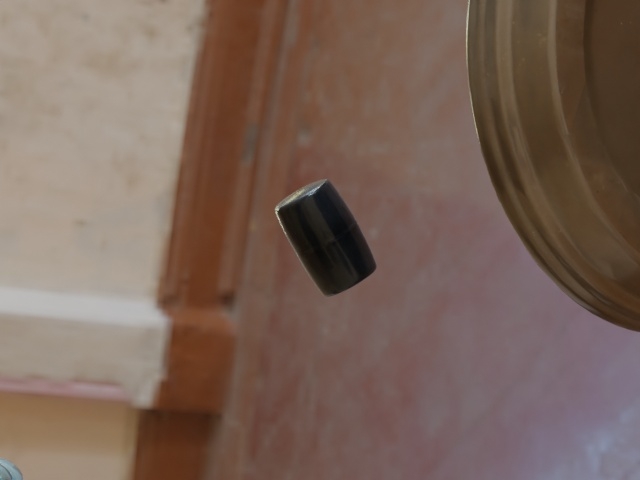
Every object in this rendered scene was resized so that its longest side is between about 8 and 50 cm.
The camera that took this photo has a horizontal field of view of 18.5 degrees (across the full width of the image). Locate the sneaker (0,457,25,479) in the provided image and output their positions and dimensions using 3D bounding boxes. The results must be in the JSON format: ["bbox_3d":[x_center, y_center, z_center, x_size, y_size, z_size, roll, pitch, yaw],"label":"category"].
[{"bbox_3d":[-0.202,0.105,0.839,0.319,0.127,0.208,58,179,-11],"label":"sneaker"}]

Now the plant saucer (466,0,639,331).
[{"bbox_3d":[0.185,-0.091,0.972,0.041,0.278,0.278,1,85,51],"label":"plant saucer"}]

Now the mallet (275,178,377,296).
[{"bbox_3d":[0.000,0.000,1.174,0.062,0.039,0.190,60,177,0],"label":"mallet"}]
